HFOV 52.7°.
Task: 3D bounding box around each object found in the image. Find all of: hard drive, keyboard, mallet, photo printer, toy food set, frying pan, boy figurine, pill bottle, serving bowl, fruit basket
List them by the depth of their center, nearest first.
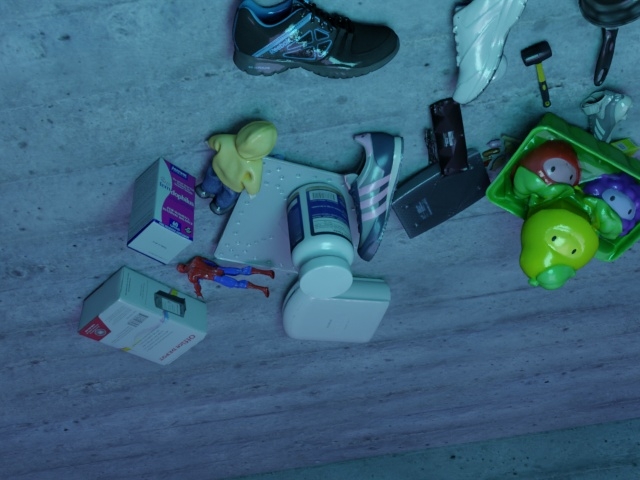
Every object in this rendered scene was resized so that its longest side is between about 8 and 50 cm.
[{"bbox_3d":[0.640,-0.487,1.342,0.197,0.053,0.326,-22,139,16],"label":"frying pan"},{"bbox_3d":[0.379,-0.381,1.443,0.084,0.027,0.083,-5,140,-4],"label":"serving bowl"},{"bbox_3d":[0.495,-0.368,1.473,0.062,0.039,0.189,-16,142,10],"label":"mallet"},{"bbox_3d":[0.584,-0.074,1.506,0.392,0.391,0.283,10,137,-19],"label":"fruit basket"},{"bbox_3d":[-0.199,-0.184,1.507,0.177,0.092,0.285,47,133,5],"label":"boy figurine"},{"bbox_3d":[0.296,-0.247,1.556,0.100,0.038,0.192,-15,115,0],"label":"keyboard"},{"bbox_3d":[0.000,0.000,1.566,0.153,0.264,0.153,-4,139,-3],"label":"pill bottle"},{"bbox_3d":[0.448,-0.226,1.639,0.078,0.019,0.122,13,143,-21],"label":"toy food set"},{"bbox_3d":[0.309,-0.124,1.671,0.255,0.054,0.172,-31,135,6],"label":"hard drive"},{"bbox_3d":[0.036,0.216,2.014,0.308,0.107,0.256,6,137,-15],"label":"photo printer"}]

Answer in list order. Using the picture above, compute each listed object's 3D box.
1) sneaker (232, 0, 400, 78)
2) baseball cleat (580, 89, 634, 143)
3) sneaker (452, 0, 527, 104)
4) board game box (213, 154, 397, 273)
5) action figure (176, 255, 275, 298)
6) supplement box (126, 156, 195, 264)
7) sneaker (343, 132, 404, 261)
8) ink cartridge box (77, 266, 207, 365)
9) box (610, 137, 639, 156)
[{"bbox_3d":[-0.006,-0.407,1.285,0.341,0.125,0.139,-4,134,-6],"label":"sneaker"},{"bbox_3d":[0.675,-0.294,1.566,0.110,0.072,0.205,26,153,11],"label":"baseball cleat"},{"bbox_3d":[0.328,-0.425,1.338,0.129,0.111,0.297,19,126,4],"label":"sneaker"},{"bbox_3d":[-0.047,-0.056,1.736,0.390,0.050,0.390,11,135,-21],"label":"board game box"},{"bbox_3d":[-0.272,0.116,1.849,0.281,0.091,0.139,11,153,9],"label":"action figure"},{"bbox_3d":[-0.377,-0.072,1.541,0.114,0.220,0.111,-37,132,28],"label":"supplement box"},{"bbox_3d":[0.110,-0.109,1.586,0.131,0.112,0.318,11,100,-5],"label":"sneaker"},{"bbox_3d":[-0.528,0.234,1.936,0.226,0.131,0.306,-36,133,28],"label":"ink cartridge box"},{"bbox_3d":[0.732,-0.183,1.676,0.109,0.042,0.178,-17,150,-40],"label":"box"}]
